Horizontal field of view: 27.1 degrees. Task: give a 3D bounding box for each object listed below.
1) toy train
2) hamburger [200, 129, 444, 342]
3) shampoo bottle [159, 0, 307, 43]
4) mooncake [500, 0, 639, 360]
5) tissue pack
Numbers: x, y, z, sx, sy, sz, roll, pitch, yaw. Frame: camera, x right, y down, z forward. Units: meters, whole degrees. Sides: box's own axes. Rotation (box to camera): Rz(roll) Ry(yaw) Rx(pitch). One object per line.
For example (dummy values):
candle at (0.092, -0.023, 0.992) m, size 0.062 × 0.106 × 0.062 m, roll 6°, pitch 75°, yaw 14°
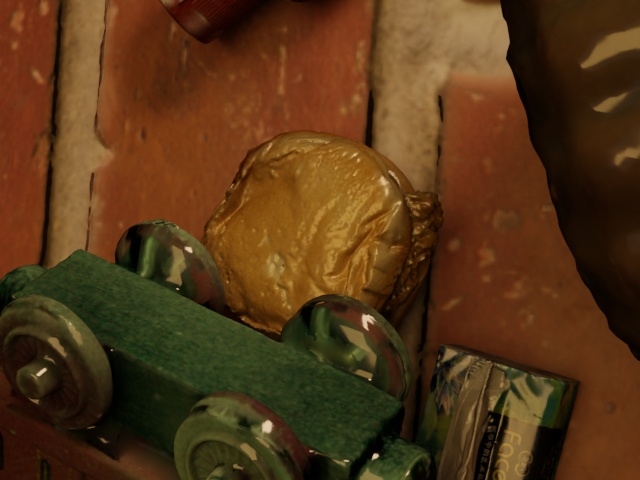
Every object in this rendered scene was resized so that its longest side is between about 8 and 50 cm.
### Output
toy train at (-0.075, 0.128, 0.805) m, size 0.304 × 0.150 × 0.221 m, roll 23°, pitch 128°, yaw 25°
hamburger at (0.000, 0.000, 0.857) m, size 0.147 × 0.083 × 0.138 m, roll 27°, pitch 98°, yaw 22°
shampoo bottle at (0.022, -0.254, 0.877) m, size 0.314 × 0.076 × 0.118 m, roll -38°, pitch 83°, yaw 13°
mooncake at (0.201, -0.070, 0.684) m, size 0.161 × 0.290 × 0.290 m, roll -21°, pitch 78°, yaw 22°
tissue pack at (0.099, 0.127, 0.807) m, size 0.085 × 0.079 × 0.111 m, roll 16°, pitch 91°, yaw 22°
